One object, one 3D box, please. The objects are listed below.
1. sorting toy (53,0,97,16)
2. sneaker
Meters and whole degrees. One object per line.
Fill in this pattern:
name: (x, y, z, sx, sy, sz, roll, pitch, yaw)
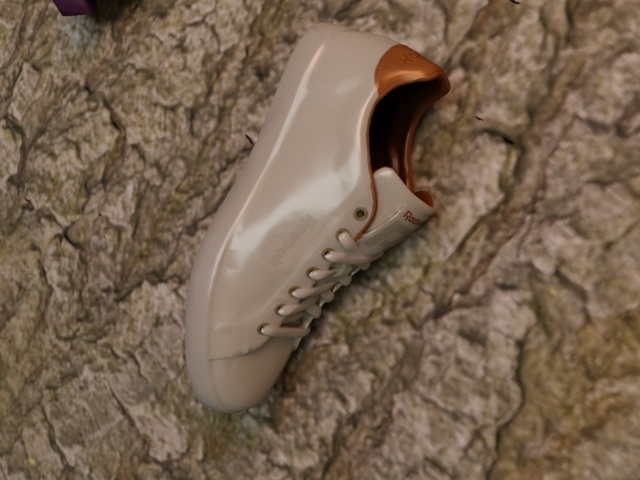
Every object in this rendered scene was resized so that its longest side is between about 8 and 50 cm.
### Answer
sorting toy: (-0.195, -0.389, 0.591, 0.126, 0.127, 0.366, -5, 87, -2)
sneaker: (0.000, 0.000, 0.444, 0.123, 0.106, 0.290, 23, 97, 29)
